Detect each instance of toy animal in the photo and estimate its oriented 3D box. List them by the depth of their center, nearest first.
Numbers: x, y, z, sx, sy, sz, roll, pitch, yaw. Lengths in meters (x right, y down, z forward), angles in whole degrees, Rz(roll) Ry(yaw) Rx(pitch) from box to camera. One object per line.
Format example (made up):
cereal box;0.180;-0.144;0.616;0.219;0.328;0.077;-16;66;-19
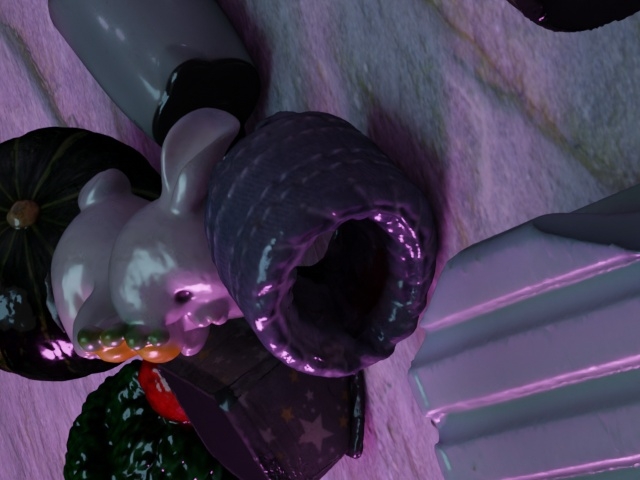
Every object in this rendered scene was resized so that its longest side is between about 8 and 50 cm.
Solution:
toy animal;-0.159;0.014;1.983;0.310;0.182;0.247;-24;56;58

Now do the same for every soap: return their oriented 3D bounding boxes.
soap;0.234;0.097;1.429;0.446;0.156;0.261;-30;78;65

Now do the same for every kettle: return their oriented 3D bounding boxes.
kettle;-0.165;-0.199;2.079;0.236;0.161;0.221;51;174;31

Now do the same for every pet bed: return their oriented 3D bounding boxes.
pet bed;-0.056;0.163;2.082;0.183;0.159;0.211;59;163;-22

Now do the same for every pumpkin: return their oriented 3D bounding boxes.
pumpkin;-0.325;0.016;2.323;0.323;0.323;0.241;61;-174;23

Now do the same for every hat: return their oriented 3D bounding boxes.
hat;-0.187;0.243;2.280;0.274;0.242;0.332;46;143;25

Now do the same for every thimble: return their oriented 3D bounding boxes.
thimble;0.000;0.000;1.804;0.236;0.205;0.172;54;178;-43

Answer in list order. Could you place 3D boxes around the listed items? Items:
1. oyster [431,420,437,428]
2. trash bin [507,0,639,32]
oyster;0.143;0.142;1.751;0.106;0.061;0.200;67;154;15
trash bin;0.132;-0.299;1.339;0.301;0.203;0.252;47;163;41
